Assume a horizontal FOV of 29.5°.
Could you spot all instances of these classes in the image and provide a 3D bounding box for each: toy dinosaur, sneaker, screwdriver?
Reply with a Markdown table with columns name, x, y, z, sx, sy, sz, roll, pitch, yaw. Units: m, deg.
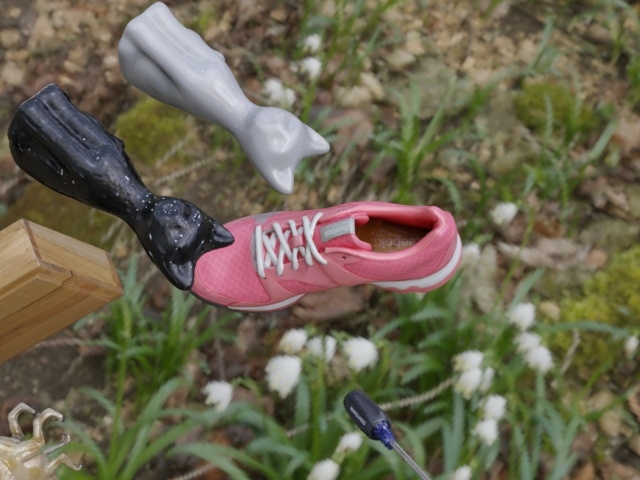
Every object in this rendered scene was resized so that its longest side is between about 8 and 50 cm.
| name | x | y | z | sx | sy | sz | roll | pitch | yaw |
| --- | --- | --- | --- | --- | --- | --- | --- | --- | --- |
| toy dinosaur | -0.293 | 0.206 | 1.184 | 0.183 | 0.053 | 0.093 | 43 | 55 | -27 |
| sneaker | 0.000 | -0.001 | 1.321 | 0.313 | 0.116 | 0.136 | -7 | -17 | -1 |
| screwdriver | 0.054 | 0.149 | 0.845 | 0.024 | 0.025 | 0.170 | 48 | 1 | -29 |

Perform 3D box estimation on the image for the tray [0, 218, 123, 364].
| name | x | y | z | sx | sy | sz | roll | pitch | yaw |
| --- | --- | --- | --- | --- | --- | --- | --- | --- | --- |
| tray | -0.478 | 0.122 | 1.559 | 0.076 | 0.410 | 0.203 | 66 | 14 | 20 |

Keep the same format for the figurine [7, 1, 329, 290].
| name | x | y | z | sx | sy | sz | roll | pitch | yaw |
| --- | --- | --- | --- | --- | --- | --- | --- | --- | --- |
| figurine | -0.125 | -0.084 | 1.074 | 0.209 | 0.092 | 0.215 | 40 | 64 | 13 |
